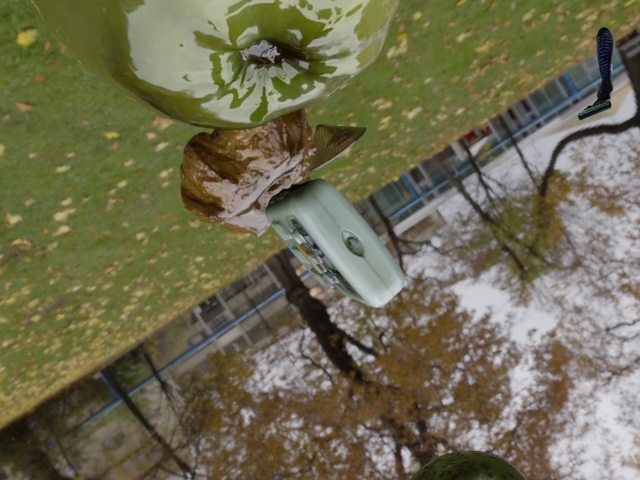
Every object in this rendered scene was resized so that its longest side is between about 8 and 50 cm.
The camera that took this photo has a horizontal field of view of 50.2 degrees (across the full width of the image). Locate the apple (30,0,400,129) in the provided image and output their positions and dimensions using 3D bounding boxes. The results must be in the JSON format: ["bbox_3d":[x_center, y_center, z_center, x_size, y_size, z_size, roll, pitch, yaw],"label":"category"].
[{"bbox_3d":[-0.115,-0.351,0.757,0.473,0.474,0.473,-34,-176,3],"label":"apple"}]

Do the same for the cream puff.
[{"bbox_3d":[-0.116,-0.118,1.097,0.241,0.155,0.269,-36,158,-7],"label":"cream puff"}]

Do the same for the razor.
[{"bbox_3d":[0.365,-0.216,0.884,0.044,0.028,0.155,-22,-138,49],"label":"razor"}]

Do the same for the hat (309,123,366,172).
[{"bbox_3d":[0.016,-0.253,1.701,0.193,0.082,0.193,-35,-166,10],"label":"hat"}]

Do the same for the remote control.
[{"bbox_3d":[0.000,0.000,0.757,0.056,0.140,0.296,-39,-173,-8],"label":"remote control"}]

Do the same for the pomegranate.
[{"bbox_3d":[0.211,0.444,1.007,0.270,0.254,0.254,-15,170,-41],"label":"pomegranate"}]
